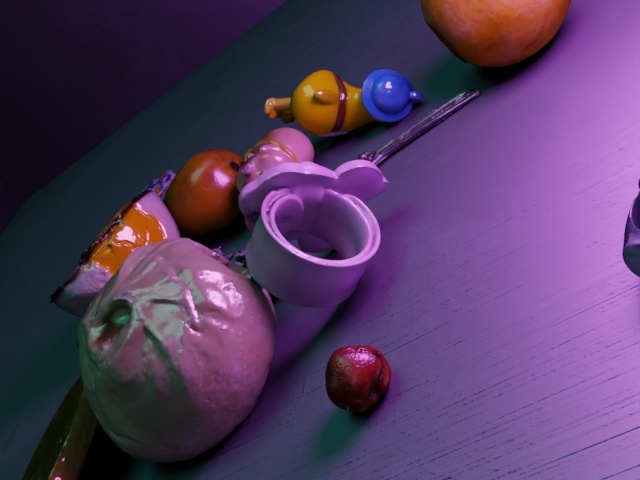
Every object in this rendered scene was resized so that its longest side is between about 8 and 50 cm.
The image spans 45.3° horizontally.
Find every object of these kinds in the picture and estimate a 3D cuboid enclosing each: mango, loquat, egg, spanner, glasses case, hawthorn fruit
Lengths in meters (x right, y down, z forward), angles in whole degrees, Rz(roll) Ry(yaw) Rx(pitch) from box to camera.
[{"bbox_3d":[-0.277,-0.100,1.803,0.317,0.173,0.211,-28,27,53],"label":"mango"},{"bbox_3d":[0.316,-0.454,1.385,0.275,0.275,0.274,-33,26,19],"label":"loquat"},{"bbox_3d":[-0.408,0.067,1.673,0.337,0.201,0.337,-47,5,6],"label":"egg"},{"bbox_3d":[0.165,-0.197,1.478,0.326,0.026,0.093,-34,27,15],"label":"spanner"},{"bbox_3d":[-0.524,-0.115,2.301,0.248,0.065,0.087,-51,28,-22],"label":"glasses case"},{"bbox_3d":[0.046,0.179,0.982,0.093,0.093,0.093,-33,26,19],"label":"hawthorn fruit"}]

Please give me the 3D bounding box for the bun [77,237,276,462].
[{"bbox_3d":[-0.253,0.152,1.201,0.365,0.202,0.364,-20,55,31],"label":"bun"}]

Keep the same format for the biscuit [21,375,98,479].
[{"bbox_3d":[-0.455,0.391,1.311,0.312,0.057,0.351,-55,19,19],"label":"biscuit"}]

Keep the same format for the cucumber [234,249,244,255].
[{"bbox_3d":[-0.244,0.094,1.582,0.257,0.043,0.044,-33,21,21],"label":"cucumber"}]

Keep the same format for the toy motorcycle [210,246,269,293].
[{"bbox_3d":[-0.168,0.104,1.393,0.307,0.108,0.173,-40,34,2],"label":"toy motorcycle"}]

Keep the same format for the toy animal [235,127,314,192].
[{"bbox_3d":[-0.097,-0.156,1.659,0.165,0.149,0.248,-40,27,43],"label":"toy animal"}]

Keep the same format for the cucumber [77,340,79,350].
[{"bbox_3d":[-0.472,0.216,1.705,0.284,0.056,0.056,-18,34,43],"label":"cucumber"}]

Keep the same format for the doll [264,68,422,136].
[{"bbox_3d":[0.056,-0.299,1.663,0.363,0.199,0.145,2,91,34],"label":"doll"}]

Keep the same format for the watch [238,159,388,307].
[{"bbox_3d":[0.000,0.000,1.220,0.210,0.249,0.217,-63,36,41],"label":"watch"}]

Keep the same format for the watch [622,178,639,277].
[{"bbox_3d":[0.418,-0.029,0.790,0.193,0.068,0.206,-47,28,-19],"label":"watch"}]
